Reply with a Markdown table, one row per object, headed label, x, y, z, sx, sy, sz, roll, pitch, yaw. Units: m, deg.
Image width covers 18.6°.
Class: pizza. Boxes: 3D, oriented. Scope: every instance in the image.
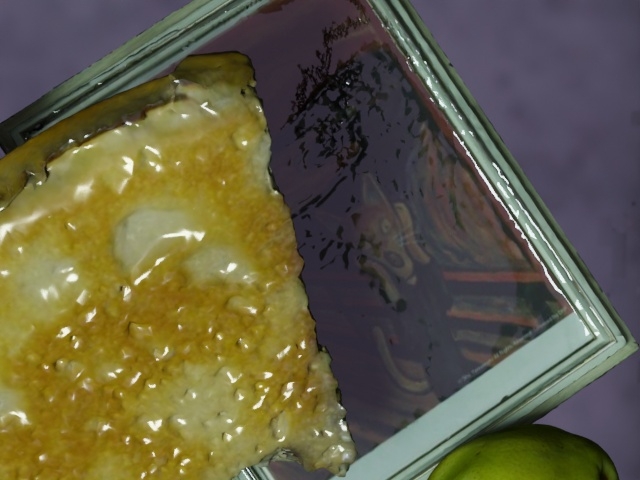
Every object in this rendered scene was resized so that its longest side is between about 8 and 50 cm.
| label | x | y | z | sx | sy | sz | roll | pitch | yaw |
| --- | --- | --- | --- | --- | --- | --- | --- | --- | --- |
| pizza | -0.109 | 0.067 | 0.891 | 0.323 | 0.089 | 0.223 | -43 | 114 | 6 |

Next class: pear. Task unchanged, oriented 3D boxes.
| label | x | y | z | sx | sy | sz | roll | pitch | yaw |
| --- | --- | --- | --- | --- | --- | --- | --- | --- | --- |
| pear | 0.095 | 0.132 | 0.935 | 0.097 | 0.092 | 0.092 | -14 | 87 | 33 |

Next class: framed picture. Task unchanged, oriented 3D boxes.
| label | x | y | z | sx | sy | sz | roll | pitch | yaw |
| --- | --- | --- | --- | --- | --- | --- | --- | --- | --- |
| framed picture | 0.000 | 0.000 | 0.966 | 0.216 | 0.016 | 0.273 | -34 | 90 | -7 |
